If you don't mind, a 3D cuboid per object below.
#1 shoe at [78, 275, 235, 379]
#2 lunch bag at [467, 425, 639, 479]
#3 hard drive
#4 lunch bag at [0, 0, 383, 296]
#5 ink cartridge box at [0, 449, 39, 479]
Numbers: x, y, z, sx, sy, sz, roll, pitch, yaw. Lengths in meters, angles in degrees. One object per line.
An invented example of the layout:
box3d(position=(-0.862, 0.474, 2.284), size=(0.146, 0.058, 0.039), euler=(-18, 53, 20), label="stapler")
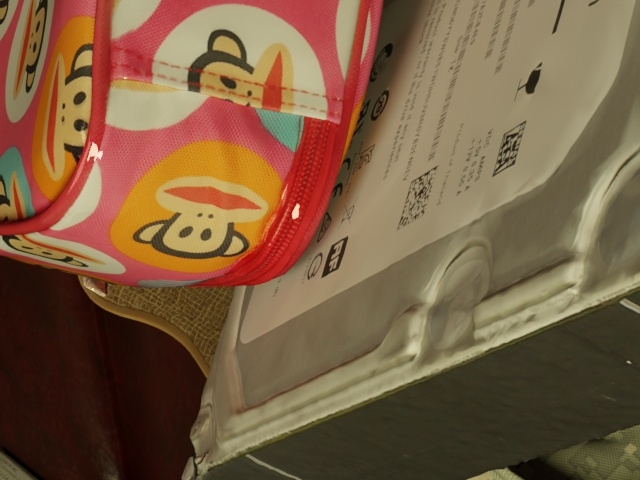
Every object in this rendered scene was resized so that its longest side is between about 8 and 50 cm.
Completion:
box3d(position=(-0.046, 0.039, 1.003), size=(0.219, 0.058, 0.076), euler=(30, 116, 37), label="shoe")
box3d(position=(0.171, 0.191, 0.672), size=(0.287, 0.169, 0.235), euler=(43, 143, 39), label="lunch bag")
box3d(position=(0.070, -0.043, 0.604), size=(0.064, 0.237, 0.339), euler=(26, 155, -19), label="hard drive")
box3d(position=(-0.073, -0.127, 0.727), size=(0.258, 0.120, 0.293), euler=(-3, 76, 63), label="lunch bag")
box3d(position=(-0.173, 0.332, 1.390), size=(0.296, 0.066, 0.261), euler=(28, 134, 45), label="ink cartridge box")
